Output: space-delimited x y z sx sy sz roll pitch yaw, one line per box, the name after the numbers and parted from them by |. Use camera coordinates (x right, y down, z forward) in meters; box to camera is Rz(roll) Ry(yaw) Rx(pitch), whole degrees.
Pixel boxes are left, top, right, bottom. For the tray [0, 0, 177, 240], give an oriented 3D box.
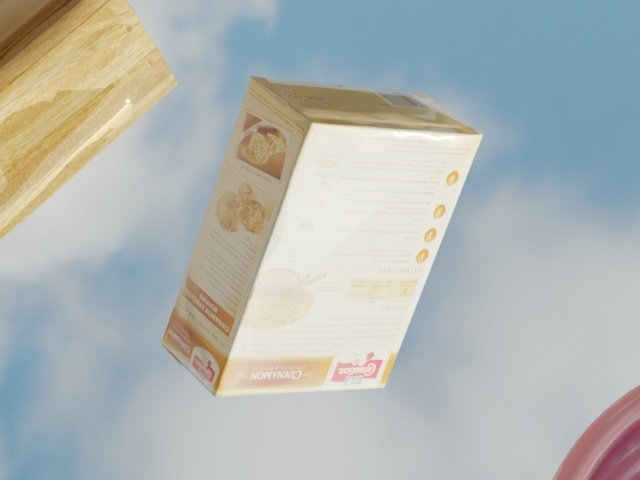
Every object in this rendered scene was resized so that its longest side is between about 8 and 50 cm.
-0.280 0.015 0.926 0.411 0.076 0.203 -45 -150 -23 | tray

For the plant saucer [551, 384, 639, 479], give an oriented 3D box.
0.295 0.240 1.254 0.332 0.084 0.332 1 -109 -4 | plant saucer

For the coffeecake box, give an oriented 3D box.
0.000 0.000 1.185 0.142 0.185 0.068 1 -152 -41 | coffeecake box
